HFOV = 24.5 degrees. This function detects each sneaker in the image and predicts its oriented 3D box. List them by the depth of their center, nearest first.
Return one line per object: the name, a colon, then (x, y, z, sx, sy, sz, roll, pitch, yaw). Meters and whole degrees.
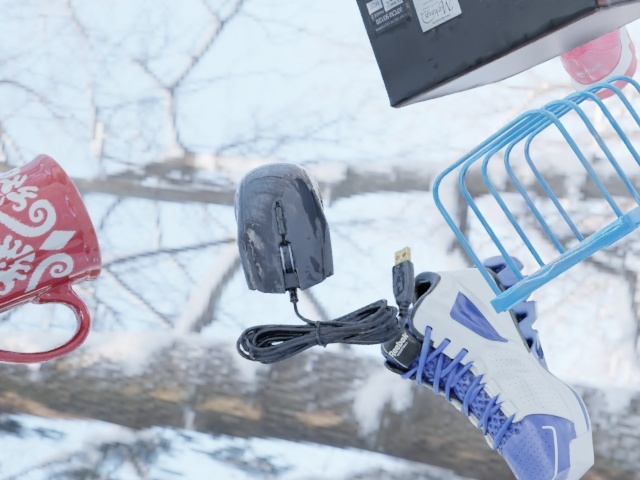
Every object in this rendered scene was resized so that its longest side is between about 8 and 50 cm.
sneaker: (0.167, 0.151, 1.650, 0.182, 0.315, 0.127, 1, -40, -23)
sneaker: (0.348, -0.344, 1.998, 0.136, 0.116, 0.313, 37, -143, -45)

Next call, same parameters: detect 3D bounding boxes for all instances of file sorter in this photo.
file sorter: (0.175, -0.040, 1.037, 0.104, 0.118, 0.170, 58, -146, 6)

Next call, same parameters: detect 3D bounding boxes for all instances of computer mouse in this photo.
computer mouse: (0.000, 0.000, 1.505, 0.060, 0.184, 0.262, 80, -175, -50)

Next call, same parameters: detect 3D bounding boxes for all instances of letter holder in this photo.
letter holder: (0.221, -0.270, 1.553, 0.214, 0.302, 0.152, -16, -94, -41)

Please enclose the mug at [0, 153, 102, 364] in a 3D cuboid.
mug: (-0.264, 0.025, 1.157, 0.169, 0.150, 0.113, -25, -31, -26)
